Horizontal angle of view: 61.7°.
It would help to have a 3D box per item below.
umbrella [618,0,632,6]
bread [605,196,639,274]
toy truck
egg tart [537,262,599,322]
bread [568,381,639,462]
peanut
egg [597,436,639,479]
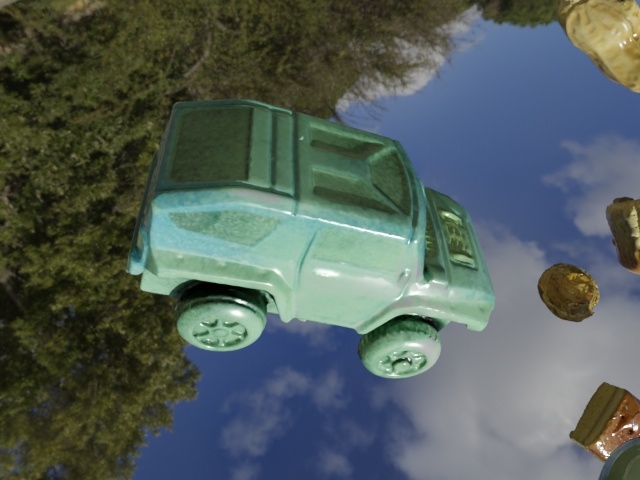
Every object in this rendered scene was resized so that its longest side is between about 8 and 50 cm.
[{"bbox_3d":[0.514,-0.410,0.801,0.040,0.037,0.144,-32,175,-33],"label":"umbrella"},{"bbox_3d":[0.795,-0.008,1.282,0.162,0.204,0.262,-21,-179,-18],"label":"bread"},{"bbox_3d":[0.000,0.000,0.425,0.279,0.156,0.155,12,-134,-16],"label":"toy truck"},{"bbox_3d":[0.505,0.100,1.082,0.128,0.049,0.129,1,-114,-2],"label":"egg tart"},{"bbox_3d":[0.785,0.503,1.383,0.184,0.234,0.110,-54,-161,-3],"label":"bread"},{"bbox_3d":[0.640,-0.434,1.155,0.147,0.305,0.147,-44,-173,7],"label":"peanut"},{"bbox_3d":[0.592,0.479,0.823,0.276,0.276,0.389,-20,-151,6],"label":"egg"}]
